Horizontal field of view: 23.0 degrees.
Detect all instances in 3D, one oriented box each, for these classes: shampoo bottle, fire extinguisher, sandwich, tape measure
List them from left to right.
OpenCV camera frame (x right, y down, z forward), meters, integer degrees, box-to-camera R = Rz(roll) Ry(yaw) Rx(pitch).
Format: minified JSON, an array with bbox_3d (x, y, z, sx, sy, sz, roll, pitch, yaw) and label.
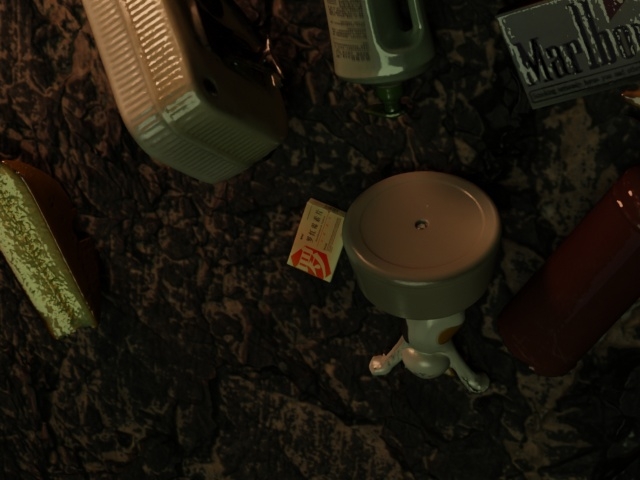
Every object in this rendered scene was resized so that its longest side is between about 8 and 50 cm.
[{"bbox_3d":[-0.344,-0.001,1.950,0.090,0.088,0.244,-21,104,19],"label":"sandwich"},{"bbox_3d":[-0.135,-0.206,1.701,0.133,0.231,0.271,-33,64,20],"label":"tape measure"},{"bbox_3d":[0.060,-0.241,1.672,0.118,0.087,0.234,-1,116,21],"label":"shampoo bottle"},{"bbox_3d":[0.313,-0.010,1.703,0.147,0.106,0.337,50,124,20],"label":"fire extinguisher"}]

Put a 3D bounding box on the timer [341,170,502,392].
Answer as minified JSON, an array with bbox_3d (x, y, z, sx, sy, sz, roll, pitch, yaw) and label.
[{"bbox_3d":[0.122,0.073,1.802,0.175,0.175,0.266,9,137,16],"label":"timer"}]

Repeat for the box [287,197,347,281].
[{"bbox_3d":[0.000,0.000,1.863,0.058,0.015,0.093,23,121,5],"label":"box"}]

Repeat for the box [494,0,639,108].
[{"bbox_3d":[0.284,-0.212,1.636,0.177,0.036,0.115,-14,112,26],"label":"box"}]

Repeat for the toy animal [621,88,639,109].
[{"bbox_3d":[0.376,-0.248,1.548,0.149,0.054,0.275,-1,111,-2],"label":"toy animal"}]
